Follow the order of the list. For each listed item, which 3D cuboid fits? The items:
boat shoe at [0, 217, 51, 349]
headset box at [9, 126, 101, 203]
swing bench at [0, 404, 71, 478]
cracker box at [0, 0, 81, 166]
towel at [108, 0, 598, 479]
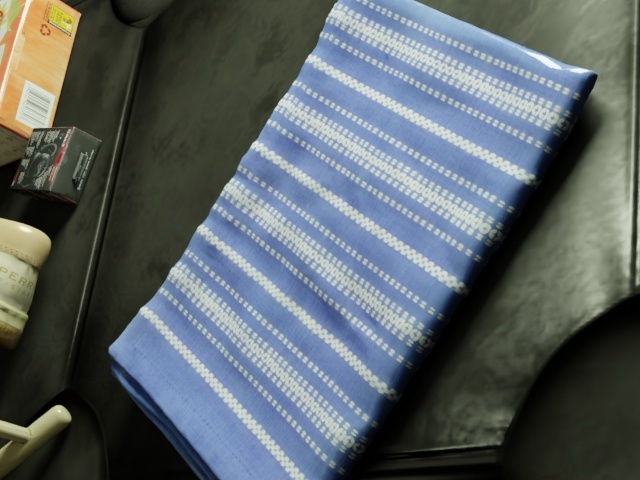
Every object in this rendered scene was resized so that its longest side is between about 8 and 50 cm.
[{"bbox_3d":[-0.362,0.004,1.071,0.341,0.122,0.110,16,76,39],"label":"boat shoe"},{"bbox_3d":[-0.234,-0.067,1.031,0.083,0.032,0.062,5,72,47],"label":"headset box"},{"bbox_3d":[-0.271,0.262,0.781,0.254,0.165,0.253,-53,41,11],"label":"swing bench"},{"bbox_3d":[-0.349,-0.145,1.171,0.232,0.067,0.155,-13,59,41],"label":"cracker box"},{"bbox_3d":[0.000,0.000,0.742,0.336,0.040,0.243,-58,41,4],"label":"towel"}]
